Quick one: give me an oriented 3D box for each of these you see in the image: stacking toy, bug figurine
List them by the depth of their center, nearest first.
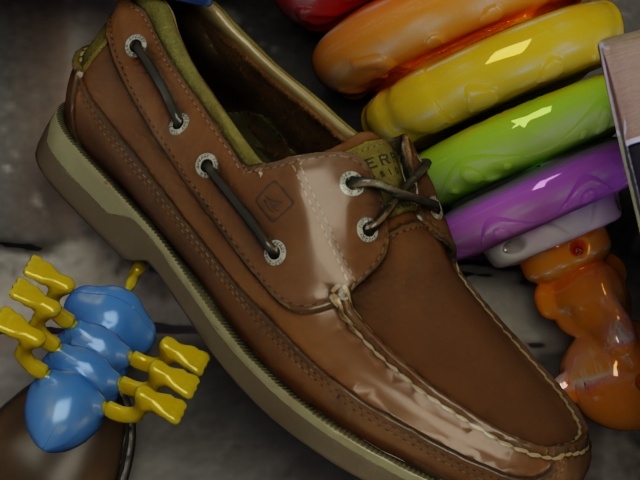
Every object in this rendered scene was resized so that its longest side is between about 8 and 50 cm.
[{"bbox_3d":[-0.036,0.134,0.746,0.279,0.072,0.216,33,46,-4],"label":"bug figurine"},{"bbox_3d":[0.091,-0.052,0.841,0.175,0.166,0.302,-23,88,-20],"label":"stacking toy"}]

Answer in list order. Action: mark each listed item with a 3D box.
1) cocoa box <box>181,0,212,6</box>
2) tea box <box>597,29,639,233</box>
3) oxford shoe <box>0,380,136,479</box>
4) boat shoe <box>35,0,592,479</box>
[{"bbox_3d":[-0.114,-0.319,0.805,0.228,0.231,0.347,12,53,-3],"label":"cocoa box"},{"bbox_3d":[0.312,0.041,0.694,0.329,0.220,0.323,-13,89,17],"label":"tea box"},{"bbox_3d":[-0.153,0.145,0.766,0.083,0.096,0.227,32,70,7],"label":"oxford shoe"},{"bbox_3d":[0.000,0.000,0.773,0.307,0.110,0.104,38,114,21],"label":"boat shoe"}]
